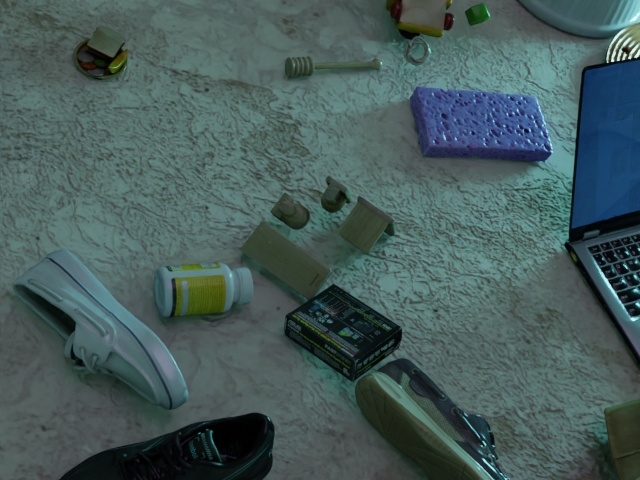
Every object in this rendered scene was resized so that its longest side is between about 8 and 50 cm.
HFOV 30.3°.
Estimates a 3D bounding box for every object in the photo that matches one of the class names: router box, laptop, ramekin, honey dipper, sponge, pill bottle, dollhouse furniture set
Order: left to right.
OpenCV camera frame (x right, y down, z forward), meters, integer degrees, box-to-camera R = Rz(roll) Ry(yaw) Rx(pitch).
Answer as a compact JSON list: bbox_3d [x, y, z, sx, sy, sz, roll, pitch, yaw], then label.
[{"bbox_3d":[-0.147,0.061,1.487,0.116,0.065,0.065,-4,57,-21],"label":"pill bottle"},{"bbox_3d":[0.000,0.000,1.607,0.144,0.123,0.151,36,87,8],"label":"dollhouse furniture set"},{"bbox_3d":[0.023,-0.270,1.809,0.161,0.030,0.030,-8,59,-26],"label":"honey dipper"},{"bbox_3d":[0.029,0.116,1.501,0.122,0.038,0.092,32,45,31],"label":"router box"},{"bbox_3d":[0.248,-0.179,1.820,0.210,0.031,0.117,2,55,-19],"label":"sponge"},{"bbox_3d":[0.463,-0.493,2.059,0.273,0.127,0.272,10,54,-13],"label":"ramekin"},{"bbox_3d":[0.576,-0.049,1.710,0.382,0.236,0.407,-13,61,-26],"label":"laptop"}]

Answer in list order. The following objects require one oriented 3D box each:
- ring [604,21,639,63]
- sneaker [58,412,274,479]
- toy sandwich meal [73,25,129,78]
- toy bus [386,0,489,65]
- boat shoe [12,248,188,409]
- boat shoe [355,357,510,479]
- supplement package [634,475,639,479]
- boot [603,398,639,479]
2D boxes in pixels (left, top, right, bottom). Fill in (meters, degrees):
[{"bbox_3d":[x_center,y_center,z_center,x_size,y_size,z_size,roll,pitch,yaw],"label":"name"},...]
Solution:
[{"bbox_3d":[0.632,-0.243,2.001,0.337,0.032,0.336,10,52,-13],"label":"ring"},{"bbox_3d":[-0.173,0.248,1.320,0.267,0.106,0.101,-15,63,-26],"label":"sneaker"},{"bbox_3d":[-0.312,-0.268,1.689,0.086,0.029,0.085,9,53,-13],"label":"toy sandwich meal"},{"bbox_3d":[0.156,-0.393,1.894,0.202,0.104,0.191,-36,94,-16],"label":"toy bus"},{"bbox_3d":[-0.264,0.120,1.398,0.084,0.095,0.258,-35,62,-31],"label":"boat shoe"},{"bbox_3d":[0.169,0.251,1.440,0.285,0.102,0.092,41,58,19],"label":"boat shoe"},{"bbox_3d":[0.414,0.416,1.341,0.198,0.199,0.262,31,52,4],"label":"supplement package"},{"bbox_3d":[0.504,0.276,1.450,0.270,0.089,0.236,-19,42,20],"label":"boot"}]
